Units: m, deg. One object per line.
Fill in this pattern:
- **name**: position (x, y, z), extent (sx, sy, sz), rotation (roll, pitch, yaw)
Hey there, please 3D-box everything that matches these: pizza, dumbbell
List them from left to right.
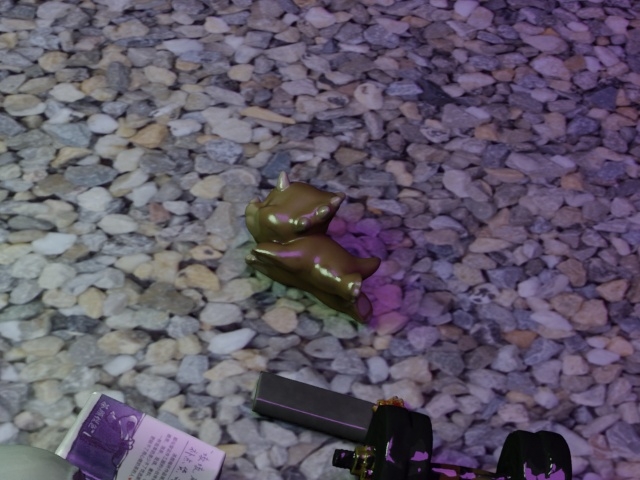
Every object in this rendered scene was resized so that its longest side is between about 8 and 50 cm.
- **pizza**: position (0.119, 0.267, 1.892), extent (0.083, 0.025, 0.078), rotation (38, 36, -18)
- **dumbbell**: position (0.210, 0.352, 1.769), extent (0.389, 0.185, 0.185), rotation (10, 54, -6)

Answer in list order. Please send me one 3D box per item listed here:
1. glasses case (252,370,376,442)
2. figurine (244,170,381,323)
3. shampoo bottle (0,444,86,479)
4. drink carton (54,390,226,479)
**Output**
- **glasses case**: position (-0.011, 0.261, 1.871), extent (0.191, 0.042, 0.072), rotation (16, 44, -1)
- **figurine**: position (-0.004, -0.003, 1.975), extent (0.247, 0.177, 0.173), rotation (23, 72, 18)
- **shampoo bottle**: position (-0.437, 0.401, 1.536), extent (0.267, 0.273, 0.273), rotation (-1, 55, -2)
- **drink carton**: position (-0.263, 0.333, 1.729), extent (0.222, 0.102, 0.134), rotation (24, 52, 5)
